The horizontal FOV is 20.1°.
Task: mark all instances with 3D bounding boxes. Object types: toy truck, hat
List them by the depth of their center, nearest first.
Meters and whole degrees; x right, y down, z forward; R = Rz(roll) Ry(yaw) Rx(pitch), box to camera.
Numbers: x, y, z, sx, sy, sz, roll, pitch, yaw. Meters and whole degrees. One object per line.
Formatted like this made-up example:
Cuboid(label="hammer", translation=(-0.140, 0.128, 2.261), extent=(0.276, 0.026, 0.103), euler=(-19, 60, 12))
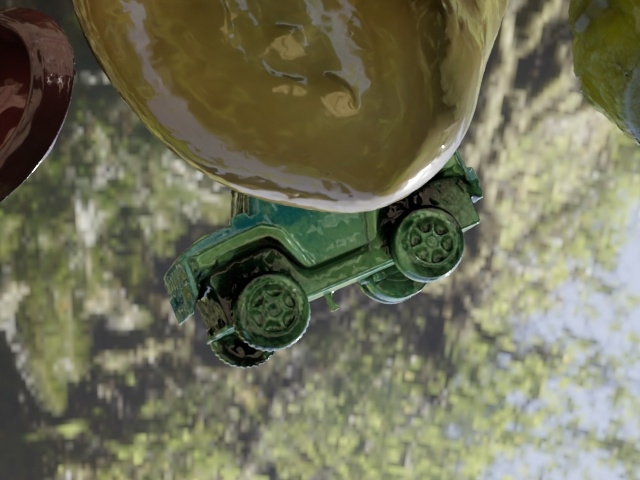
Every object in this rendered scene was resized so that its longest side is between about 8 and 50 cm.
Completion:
Cuboid(label="toy truck", translation=(0.000, 0.000, 1.581), extent=(0.278, 0.155, 0.156), euler=(-22, -95, -16))
Cuboid(label="hat", translation=(-0.292, -0.111, 1.614), extent=(0.205, 0.089, 0.205), euler=(-12, -114, 28))

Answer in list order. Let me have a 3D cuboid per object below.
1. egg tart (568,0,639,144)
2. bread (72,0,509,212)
Cuboid(label="egg tart", translation=(0.256, -0.116, 1.167), extent=(0.197, 0.197, 0.078), euler=(3, -132, -2))
Cuboid(label="bread", translation=(-0.019, -0.210, 1.232), extent=(0.253, 0.348, 0.376), euler=(-18, -155, 23))
